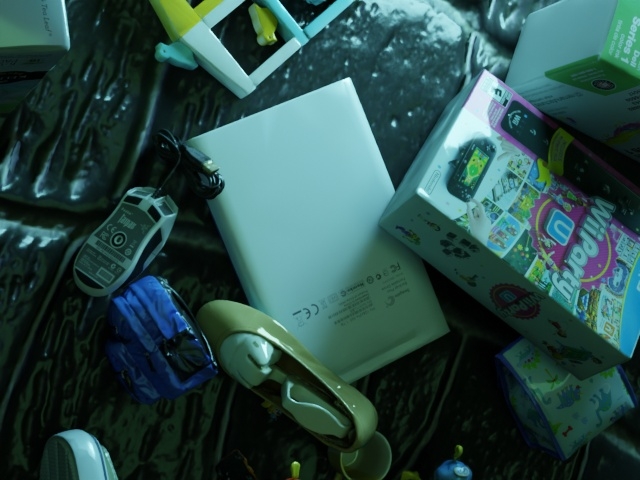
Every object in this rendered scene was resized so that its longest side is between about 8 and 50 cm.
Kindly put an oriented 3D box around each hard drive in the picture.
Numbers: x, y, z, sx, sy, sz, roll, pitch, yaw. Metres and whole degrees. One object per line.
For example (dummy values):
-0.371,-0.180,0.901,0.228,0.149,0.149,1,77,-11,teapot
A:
0.000,0.000,1.261,0.210,0.040,0.319,-24,96,-23,hard drive

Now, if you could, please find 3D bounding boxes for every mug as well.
0.032,0.244,1.243,0.078,0.064,0.062,-33,99,-21,mug

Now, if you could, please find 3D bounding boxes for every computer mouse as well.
-0.187,-0.020,1.172,0.106,0.042,0.193,33,80,24,computer mouse

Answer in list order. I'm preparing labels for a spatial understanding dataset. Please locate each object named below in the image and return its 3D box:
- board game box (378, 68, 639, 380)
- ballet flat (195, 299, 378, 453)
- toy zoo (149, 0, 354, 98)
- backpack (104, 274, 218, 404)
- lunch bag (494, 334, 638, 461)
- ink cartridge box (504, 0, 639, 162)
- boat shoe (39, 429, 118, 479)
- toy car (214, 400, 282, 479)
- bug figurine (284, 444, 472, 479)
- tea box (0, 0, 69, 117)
0.246,-0.020,1.281,0.303,0.097,0.224,37,55,-8,board game box
-0.040,0.143,1.177,0.232,0.073,0.080,33,111,3,ballet flat
-0.078,-0.297,1.256,0.293,0.030,0.192,-44,103,-20,toy zoo
-0.174,0.102,1.149,0.101,0.098,0.120,-30,99,-19,backpack
0.287,0.165,1.339,0.129,0.096,0.151,-34,109,-17,lunch bag
0.401,-0.191,1.359,0.278,0.201,0.117,23,78,-20,ink cartridge box
-0.215,0.332,1.123,0.094,0.109,0.302,-12,100,-39,boat shoe
-0.062,0.231,1.211,0.122,0.060,0.040,-51,137,-11,toy car
0.045,0.324,1.195,0.279,0.072,0.216,-2,116,-25,bug figurine
-0.376,-0.284,0.968,0.220,0.323,0.329,-8,88,-24,tea box
